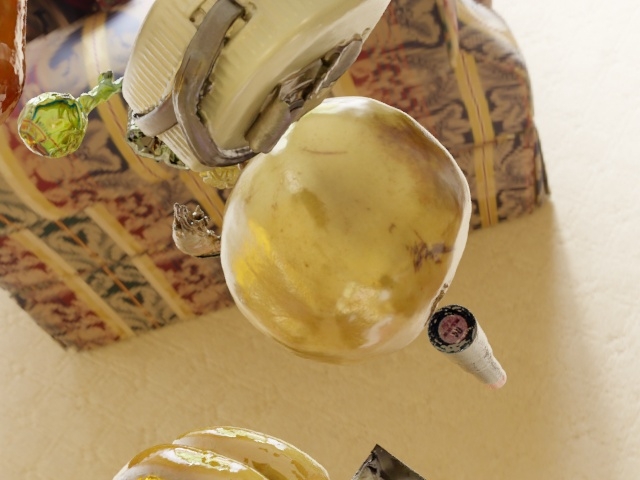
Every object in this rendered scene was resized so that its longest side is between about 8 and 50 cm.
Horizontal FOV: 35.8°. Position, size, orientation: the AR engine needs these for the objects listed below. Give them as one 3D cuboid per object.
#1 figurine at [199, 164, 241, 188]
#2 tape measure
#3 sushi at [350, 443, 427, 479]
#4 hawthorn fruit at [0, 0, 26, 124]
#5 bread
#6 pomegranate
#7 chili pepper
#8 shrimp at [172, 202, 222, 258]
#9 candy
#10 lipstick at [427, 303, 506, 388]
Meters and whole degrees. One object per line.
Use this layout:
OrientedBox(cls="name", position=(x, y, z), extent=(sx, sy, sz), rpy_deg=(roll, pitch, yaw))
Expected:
OrientedBox(cls="figurine", position=(-0.136, -0.185, 2.237), extent=(0.168, 0.187, 0.315), rpy_deg=(-24, 25, -36))
OrientedBox(cls="tape measure", position=(-0.059, -0.142, 0.829), extent=(0.133, 0.271, 0.231), rpy_deg=(47, 56, 2))
OrientedBox(cls="sushi", position=(0.053, 0.382, 1.141), extent=(0.134, 0.273, 0.109), rpy_deg=(32, 36, 17))
OrientedBox(cls="hawthorn fruit", position=(-0.342, -0.153, 0.792), extent=(0.225, 0.196, 0.197), rpy_deg=(-13, 50, 52))
OrientedBox(cls="bread", position=(-0.154, 0.460, 1.573), extent=(0.424, 0.245, 0.329), rpy_deg=(-25, 83, 47))
OrientedBox(cls="pomegranate", position=(0.026, -0.013, 1.246), extent=(0.332, 0.332, 0.333), rpy_deg=(-6, 61, 11))
OrientedBox(cls="chili pepper", position=(-0.270, -0.231, 1.732), extent=(0.136, 0.099, 0.270), rpy_deg=(-1, 39, -9))
OrientedBox(cls="shrimp", position=(-0.234, -0.033, 1.942), extent=(0.117, 0.262, 0.066), rpy_deg=(-8, 70, -7))
OrientedBox(cls="candy", position=(-0.261, -0.192, 1.239), extent=(0.262, 0.077, 0.073), rpy_deg=(-39, 19, -24))
OrientedBox(cls="lipstick", position=(0.179, 0.128, 1.128), extent=(0.053, 0.234, 0.053), rpy_deg=(-8, 69, 20))
